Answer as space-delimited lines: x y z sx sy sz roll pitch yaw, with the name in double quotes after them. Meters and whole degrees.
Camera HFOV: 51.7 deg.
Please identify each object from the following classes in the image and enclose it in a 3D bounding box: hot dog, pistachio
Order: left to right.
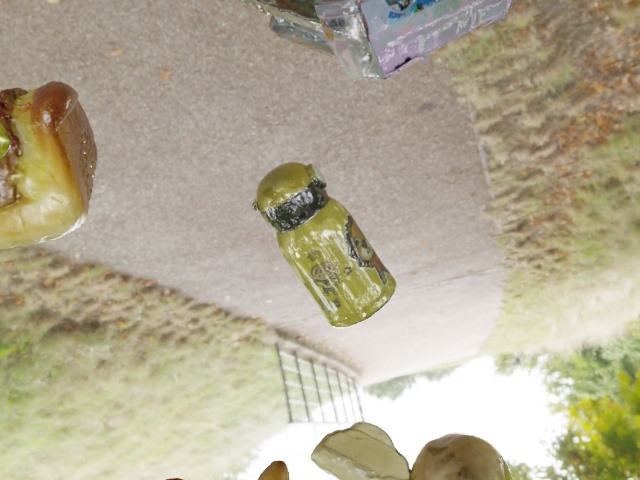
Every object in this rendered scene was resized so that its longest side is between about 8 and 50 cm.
-0.505 -0.156 1.151 0.185 0.223 0.405 -11 -154 -10 "hot dog"
0.236 0.402 1.077 0.162 0.181 0.293 -45 161 -3 "pistachio"

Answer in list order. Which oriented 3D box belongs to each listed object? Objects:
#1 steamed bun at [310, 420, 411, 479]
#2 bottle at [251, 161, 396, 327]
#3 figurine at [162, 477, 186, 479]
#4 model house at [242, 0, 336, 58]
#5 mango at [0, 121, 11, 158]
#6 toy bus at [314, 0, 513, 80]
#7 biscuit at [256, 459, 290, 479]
0.105 0.515 1.533 0.231 0.110 0.212 22 -165 12 "steamed bun"
0.000 0.000 1.359 0.171 0.351 0.171 -30 -161 11 "bottle"
-0.106 0.305 0.402 0.183 0.226 0.160 -22 -167 -36 "figurine"
0.014 -0.477 1.230 0.360 0.297 0.339 23 175 12 "model house"
-0.485 -0.160 0.885 0.187 0.101 0.066 33 -157 18 "mango"
0.142 -0.333 0.926 0.317 0.138 0.112 -34 -150 -27 "toy bus"
-0.059 0.448 0.957 0.164 0.208 0.047 -31 180 -45 "biscuit"
